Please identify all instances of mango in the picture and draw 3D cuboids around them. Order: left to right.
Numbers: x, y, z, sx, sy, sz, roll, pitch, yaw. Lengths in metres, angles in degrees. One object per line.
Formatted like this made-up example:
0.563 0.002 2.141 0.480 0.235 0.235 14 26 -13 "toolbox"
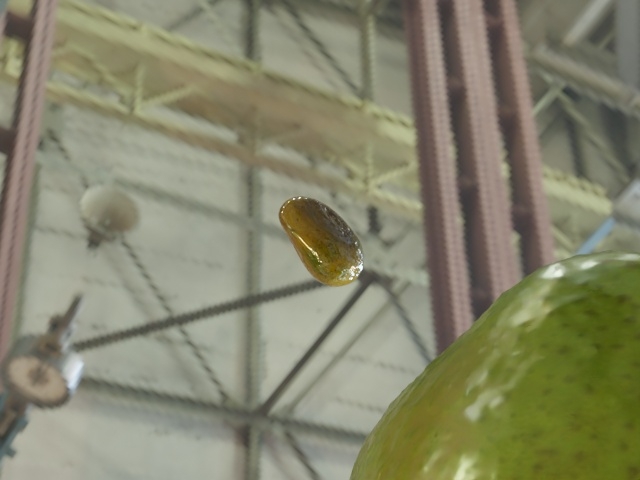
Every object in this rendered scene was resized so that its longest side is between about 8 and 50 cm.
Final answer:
0.000 0.000 1.676 0.114 0.057 0.079 43 -147 -24 "mango"

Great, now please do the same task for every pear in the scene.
0.182 0.191 0.978 0.391 0.391 0.391 19 -135 -20 "pear"
